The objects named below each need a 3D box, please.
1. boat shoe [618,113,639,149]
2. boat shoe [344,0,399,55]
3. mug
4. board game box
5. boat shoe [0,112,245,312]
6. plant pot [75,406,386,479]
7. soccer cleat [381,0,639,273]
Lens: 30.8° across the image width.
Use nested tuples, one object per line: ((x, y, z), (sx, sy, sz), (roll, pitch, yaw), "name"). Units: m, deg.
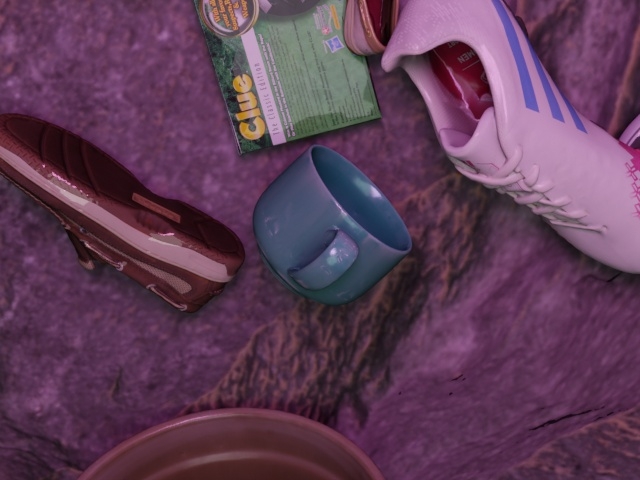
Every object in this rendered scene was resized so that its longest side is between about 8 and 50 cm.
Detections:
((0.365, -0.103, 1.016), (0.228, 0.076, 0.080), (-25, 108, 10), "boat shoe")
((0.048, -0.223, 0.979), (0.050, 0.045, 0.135), (-11, 105, -34), "boat shoe")
((-0.003, -0.007, 1.019), (0.097, 0.157, 0.129), (-43, 70, 19), "mug")
((-0.043, -0.213, 1.008), (0.136, 0.030, 0.260), (-14, 110, 4), "board game box")
((-0.200, -0.013, 1.055), (0.257, 0.095, 0.095), (32, 114, -11), "boat shoe")
((-0.081, 0.370, 1.108), (0.323, 0.323, 0.280), (-3, 127, 2), "plant pot")
((0.174, -0.071, 0.987), (0.331, 0.143, 0.116), (47, 139, -11), "soccer cleat")
